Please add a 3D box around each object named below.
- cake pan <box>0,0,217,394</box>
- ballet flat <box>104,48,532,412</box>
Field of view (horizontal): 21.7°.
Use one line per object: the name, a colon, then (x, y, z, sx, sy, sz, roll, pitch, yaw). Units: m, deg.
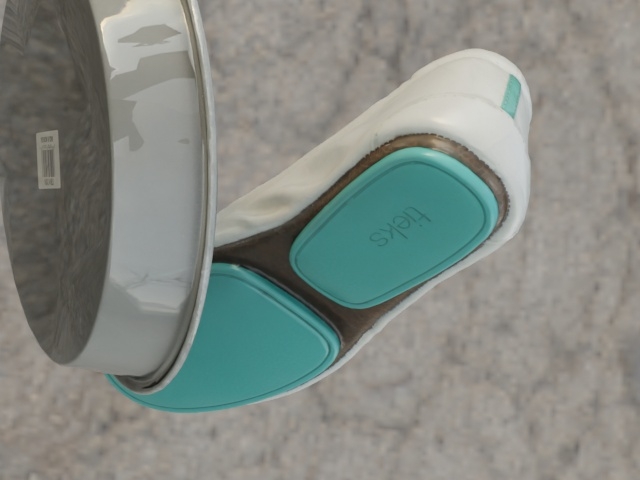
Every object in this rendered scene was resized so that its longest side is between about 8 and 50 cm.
cake pan: (-0.136, -0.053, 0.986, 0.054, 0.293, 0.293, -4, 95, -24)
ballet flat: (0.000, 0.000, 1.074, 0.139, 0.400, 0.139, 18, 57, -31)
